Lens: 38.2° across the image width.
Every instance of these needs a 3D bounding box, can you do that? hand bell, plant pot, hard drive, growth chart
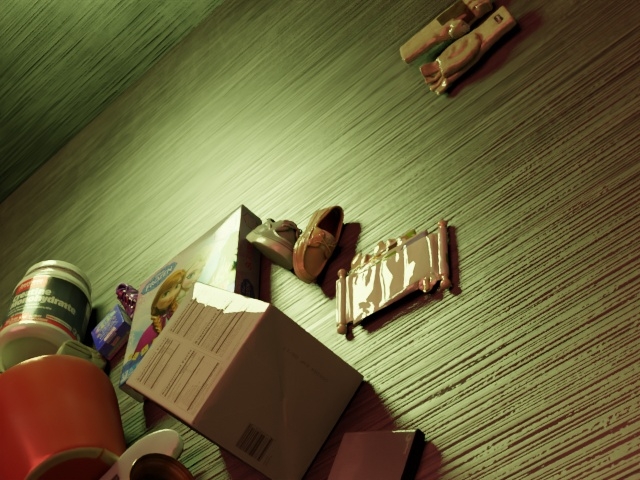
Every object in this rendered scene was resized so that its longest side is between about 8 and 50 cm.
[{"bbox_3d":[-0.308,0.456,1.467,0.242,0.126,0.126,-47,25,28],"label":"hand bell"},{"bbox_3d":[-0.460,0.378,1.627,0.275,0.275,0.243,-49,37,0],"label":"plant pot"},{"bbox_3d":[0.069,0.290,1.189,0.135,0.022,0.094,-16,41,46],"label":"hard drive"},{"bbox_3d":[0.108,0.053,1.443,0.237,0.021,0.172,-29,32,33],"label":"growth chart"}]

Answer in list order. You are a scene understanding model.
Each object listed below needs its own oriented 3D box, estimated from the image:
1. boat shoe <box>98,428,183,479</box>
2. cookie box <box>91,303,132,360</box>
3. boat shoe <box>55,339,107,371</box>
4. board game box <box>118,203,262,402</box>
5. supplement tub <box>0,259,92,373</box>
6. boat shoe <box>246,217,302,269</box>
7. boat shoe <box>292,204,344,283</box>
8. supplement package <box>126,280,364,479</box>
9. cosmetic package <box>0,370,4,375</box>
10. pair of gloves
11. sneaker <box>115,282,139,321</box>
[{"bbox_3d":[-0.306,0.407,1.529,0.228,0.076,0.080,-43,43,-3],"label":"boat shoe"},{"bbox_3d":[-0.463,0.204,2.065,0.092,0.040,0.107,-48,27,0],"label":"cookie box"},{"bbox_3d":[-0.540,0.316,1.889,0.130,0.132,0.355,-59,-2,10],"label":"boat shoe"},{"bbox_3d":[-0.253,0.119,1.838,0.318,0.066,0.318,-37,29,22],"label":"board game box"},{"bbox_3d":[-0.649,0.193,2.188,0.191,0.191,0.272,-37,29,22],"label":"supplement tub"},{"bbox_3d":[-0.078,-0.007,1.716,0.081,0.079,0.227,-49,17,-6],"label":"boat shoe"},{"bbox_3d":[0.000,0.000,1.624,0.059,0.063,0.170,-31,31,42],"label":"boat shoe"},{"bbox_3d":[-0.118,0.208,1.376,0.198,0.199,0.262,-57,28,-14],"label":"supplement package"},{"bbox_3d":[-0.787,0.386,2.117,0.160,0.113,0.309,-63,9,-23],"label":"cosmetic package"},{"bbox_3d":[0.261,-0.384,1.766,0.204,0.042,0.240,-39,30,10],"label":"pair of gloves"},{"bbox_3d":[-0.422,0.139,2.057,0.068,0.071,0.170,-52,28,-7],"label":"sneaker"}]
